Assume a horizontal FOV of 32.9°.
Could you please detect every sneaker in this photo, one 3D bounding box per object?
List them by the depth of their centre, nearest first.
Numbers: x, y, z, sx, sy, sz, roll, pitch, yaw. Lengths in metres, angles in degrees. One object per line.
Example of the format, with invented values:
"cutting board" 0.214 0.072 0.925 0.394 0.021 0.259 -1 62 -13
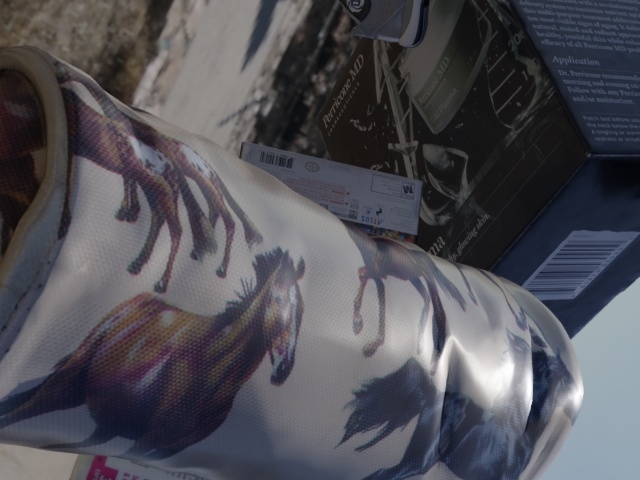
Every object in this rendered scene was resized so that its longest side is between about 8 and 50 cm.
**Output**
"sneaker" 0.071 -0.355 1.326 0.086 0.132 0.229 -39 135 -74

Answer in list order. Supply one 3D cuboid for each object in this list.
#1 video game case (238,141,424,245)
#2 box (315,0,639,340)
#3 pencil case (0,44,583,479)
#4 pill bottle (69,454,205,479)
"video game case" 0.000 0.000 1.293 0.042 0.232 0.210 113 -14 -61
"box" 0.267 -0.147 1.563 0.297 0.472 0.480 0 144 -28
"pencil case" -0.032 0.048 0.536 0.410 0.183 0.160 24 86 -46
"pill bottle" -0.150 0.314 1.255 0.160 0.283 0.160 -161 -90 -85
